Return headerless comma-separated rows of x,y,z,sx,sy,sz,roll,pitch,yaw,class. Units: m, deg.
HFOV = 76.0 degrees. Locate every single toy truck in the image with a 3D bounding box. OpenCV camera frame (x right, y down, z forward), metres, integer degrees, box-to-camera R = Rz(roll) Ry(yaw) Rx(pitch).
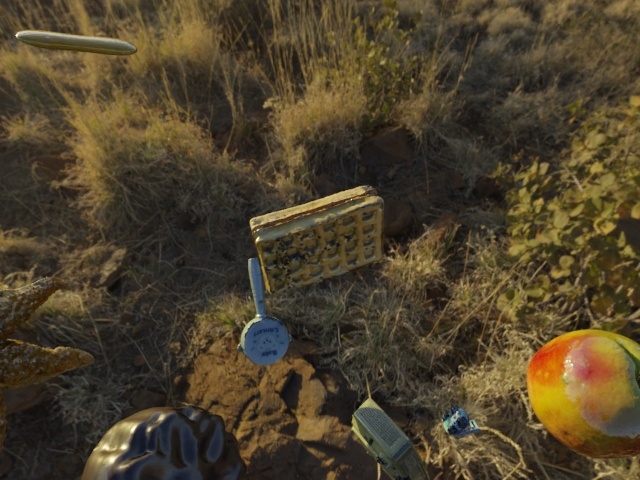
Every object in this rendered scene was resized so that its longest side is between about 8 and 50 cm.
0.368,0.477,1.064,0.090,0.073,0.056,31,20,-23,toy truck

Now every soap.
-0.204,-0.168,0.348,0.089,0.012,0.034,-7,38,-30,soap

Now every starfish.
-0.381,0.145,0.457,0.060,0.299,0.302,-21,6,23,starfish

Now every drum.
-0.125,0.173,0.994,0.130,0.049,0.253,8,84,-17,drum

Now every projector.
0.160,0.502,0.996,0.088,0.269,0.193,-37,39,-15,projector

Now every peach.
0.512,0.282,0.764,0.231,0.231,0.230,-1,53,1,peach

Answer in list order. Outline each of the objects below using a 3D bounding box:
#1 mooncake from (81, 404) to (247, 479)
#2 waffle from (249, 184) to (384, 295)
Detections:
-0.246,0.417,0.677,0.141,0.283,0.283,-27,49,24,mooncake
0.000,0.000,1.181,0.376,0.261,0.114,-17,49,-10,waffle
